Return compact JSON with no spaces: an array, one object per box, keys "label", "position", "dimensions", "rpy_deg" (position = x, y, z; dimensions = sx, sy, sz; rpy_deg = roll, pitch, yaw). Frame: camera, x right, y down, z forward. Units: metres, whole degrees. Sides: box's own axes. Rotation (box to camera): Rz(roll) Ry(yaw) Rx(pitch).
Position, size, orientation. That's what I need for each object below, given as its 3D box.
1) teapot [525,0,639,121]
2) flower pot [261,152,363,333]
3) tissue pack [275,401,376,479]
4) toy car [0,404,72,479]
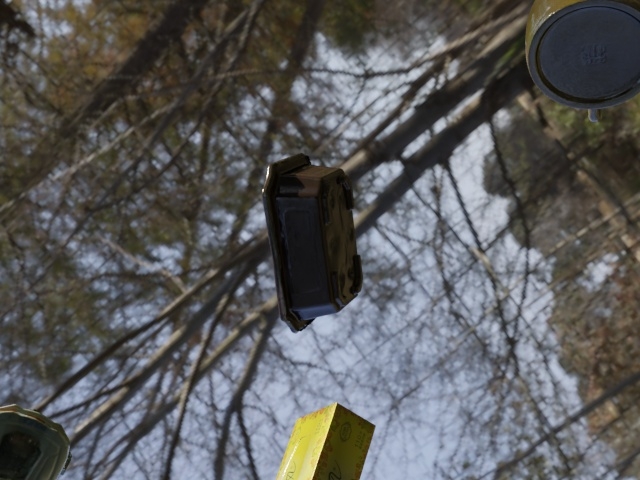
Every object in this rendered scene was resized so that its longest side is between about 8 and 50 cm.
[{"label":"teapot","position":[0.392,-0.297,1.284],"dimensions":[0.175,0.185,0.268],"rpy_deg":[-70,-26,-43]},{"label":"flower pot","position":[0.000,0.000,1.304],"dimensions":[0.179,0.084,0.251],"rpy_deg":[-33,-63,-64]},{"label":"tissue pack","position":[-0.009,0.280,1.007],"dimensions":[0.062,0.095,0.176],"rpy_deg":[34,-126,-16]},{"label":"toy car","position":[-0.316,0.258,0.860],"dimensions":[0.095,0.205,0.056],"rpy_deg":[28,177,-13]}]
